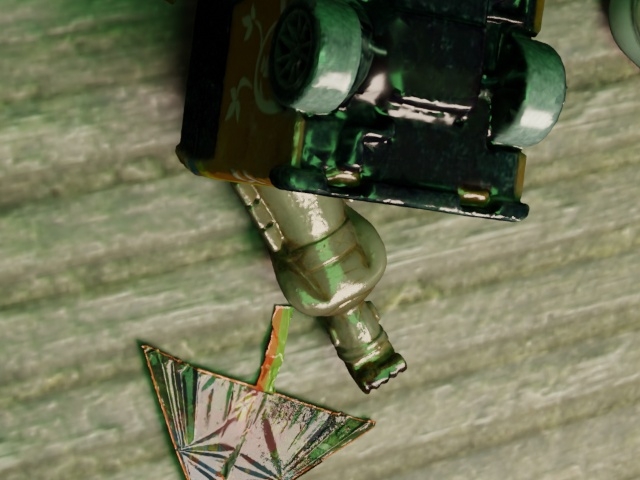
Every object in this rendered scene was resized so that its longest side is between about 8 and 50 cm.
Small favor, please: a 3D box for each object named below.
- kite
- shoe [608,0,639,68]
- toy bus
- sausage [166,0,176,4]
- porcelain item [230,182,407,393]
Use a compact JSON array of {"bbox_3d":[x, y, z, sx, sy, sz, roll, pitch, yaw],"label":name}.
[{"bbox_3d":[-0.047,0.118,1.115,0.190,0.010,0.159,23,93,-31],"label":"kite"},{"bbox_3d":[0.306,-0.108,1.167,0.251,0.100,0.103,36,88,-27],"label":"shoe"},{"bbox_3d":[0.032,-0.180,0.930,0.162,0.194,0.323,7,89,-27],"label":"toy bus"},{"bbox_3d":[-0.125,-0.215,0.950,0.062,0.054,0.183,-50,123,-42],"label":"sausage"},{"bbox_3d":[0.000,0.000,1.076,0.084,0.054,0.213,-29,115,-13],"label":"porcelain item"}]
